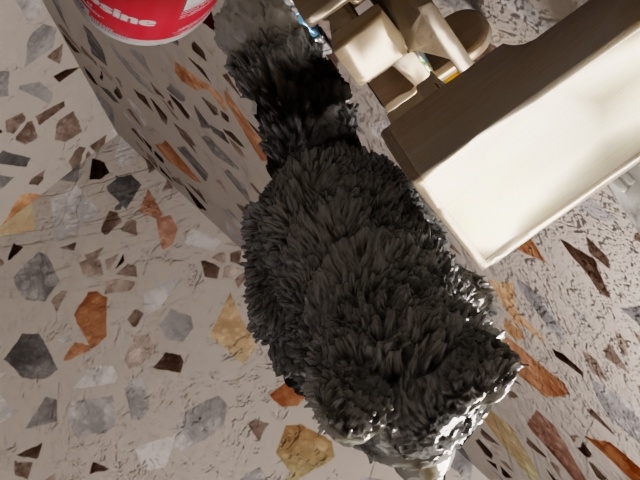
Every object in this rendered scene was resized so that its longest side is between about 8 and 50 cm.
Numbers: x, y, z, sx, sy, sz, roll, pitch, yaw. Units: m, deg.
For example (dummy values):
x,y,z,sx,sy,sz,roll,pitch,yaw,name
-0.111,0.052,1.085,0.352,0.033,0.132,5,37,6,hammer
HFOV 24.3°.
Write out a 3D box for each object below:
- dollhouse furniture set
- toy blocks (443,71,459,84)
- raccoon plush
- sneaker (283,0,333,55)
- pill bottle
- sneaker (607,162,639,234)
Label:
x,y,z,sx,sy,sz,roll,pitch,yaw,name
0.139,-0.212,1.365,0.362,0.256,0.394,47,-169,-48,dollhouse furniture set
0.180,-0.141,1.756,0.148,0.054,0.123,52,167,-10,toy blocks
0.000,0.000,1.259,0.446,0.216,0.299,55,180,-4,raccoon plush
-0.058,-0.217,1.454,0.191,0.083,0.071,47,-167,-54,sneaker
-0.217,-0.407,1.947,0.229,0.229,0.407,50,168,-2,pill bottle
0.341,-0.038,1.474,0.235,0.090,0.095,56,-179,-13,sneaker
